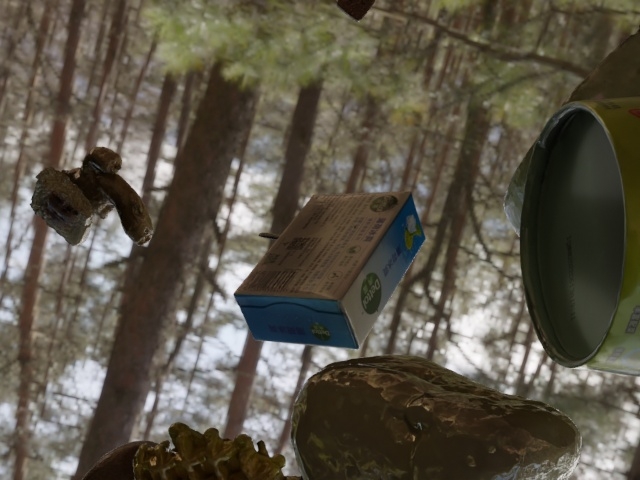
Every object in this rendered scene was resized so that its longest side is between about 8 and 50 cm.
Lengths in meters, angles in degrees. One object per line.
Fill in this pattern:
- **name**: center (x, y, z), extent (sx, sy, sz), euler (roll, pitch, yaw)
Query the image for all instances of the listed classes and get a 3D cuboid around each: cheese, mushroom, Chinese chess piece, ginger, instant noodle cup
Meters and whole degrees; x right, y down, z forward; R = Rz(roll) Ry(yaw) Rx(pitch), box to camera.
- **cheese**: center (0.098, 0.185, 0.877), extent (0.174, 0.251, 0.248), euler (-10, -128, -39)
- **mushroom**: center (-0.377, 0.548, 1.997), extent (0.163, 0.297, 0.278), euler (22, -135, 34)
- **Chinese chess piece**: center (0.398, -0.115, 1.259), extent (0.146, 0.349, 0.349), euler (44, -167, 18)
- **ginger**: center (-0.357, -0.069, 1.651), extent (0.059, 0.133, 0.214), euler (-21, -108, -50)
- **instant noodle cup**: center (0.320, -0.006, 0.845), extent (0.222, 0.311, 0.311), euler (0, -174, -9)

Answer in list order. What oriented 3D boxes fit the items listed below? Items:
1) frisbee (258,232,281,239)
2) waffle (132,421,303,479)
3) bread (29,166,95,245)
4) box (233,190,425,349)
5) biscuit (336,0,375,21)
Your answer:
- **frisbee**: center (0.000, 0.000, 1.644), extent (0.211, 0.012, 0.187), euler (0, -173, -4)
- **waffle**: center (-0.148, 0.405, 1.415), extent (0.329, 0.329, 0.062), euler (16, -151, 2)
- **bread**: center (-0.294, -0.036, 1.102), extent (0.083, 0.070, 0.035), euler (42, -131, 3)
- **box**: center (0.015, 0.028, 1.076), extent (0.139, 0.073, 0.194), euler (1, -143, 33)
- **biscuit**: center (0.042, -0.313, 1.182), extent (0.082, 0.092, 0.016), euler (-11, -176, -6)
